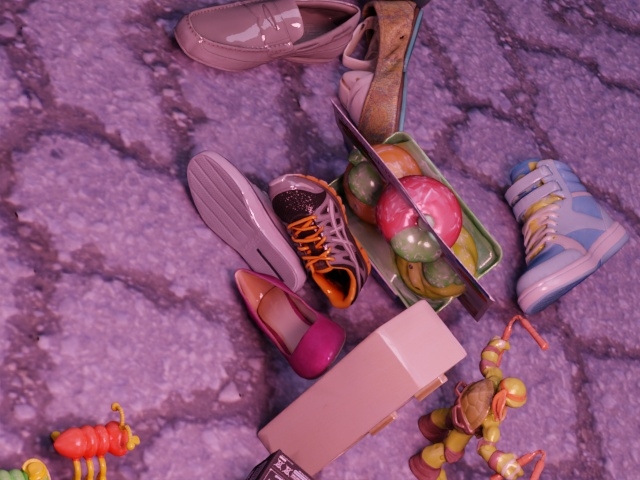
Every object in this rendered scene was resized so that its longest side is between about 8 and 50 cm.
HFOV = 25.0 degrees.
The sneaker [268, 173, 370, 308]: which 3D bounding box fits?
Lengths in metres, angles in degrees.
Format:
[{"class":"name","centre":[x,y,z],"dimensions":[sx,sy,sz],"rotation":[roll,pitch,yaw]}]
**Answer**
[{"class":"sneaker","centre":[0.000,0.000,1.892],"dimensions":[0.215,0.084,0.083],"rotation":[52,31,-29]}]

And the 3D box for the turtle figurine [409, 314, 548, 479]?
[{"class":"turtle figurine","centre":[0.198,0.236,1.844],"dimensions":[0.087,0.217,0.269],"rotation":[21,47,-24]}]

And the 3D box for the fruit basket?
[{"class":"fruit basket","centre":[0.111,-0.024,1.922],"dimensions":[0.327,0.165,0.353],"rotation":[52,4,7]}]

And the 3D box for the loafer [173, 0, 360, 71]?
[{"class":"loafer","centre":[-0.075,-0.321,2.149],"dimensions":[0.319,0.111,0.112],"rotation":[-12,66,-43]}]

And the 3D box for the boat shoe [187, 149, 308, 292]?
[{"class":"boat shoe","centre":[-0.094,-0.028,1.940],"dimensions":[0.226,0.083,0.076],"rotation":[57,31,-5]}]

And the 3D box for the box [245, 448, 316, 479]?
[{"class":"box","centre":[-0.002,0.425,1.627],"dimensions":[0.307,0.076,0.242],"rotation":[40,48,-5]}]

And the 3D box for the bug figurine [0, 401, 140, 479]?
[{"class":"bug figurine","centre":[-0.248,0.294,1.511],"dimensions":[0.216,0.072,0.279],"rotation":[-7,49,-34]}]

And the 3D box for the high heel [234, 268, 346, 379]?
[{"class":"high heel","centre":[-0.044,0.096,1.792],"dimensions":[0.117,0.082,0.244],"rotation":[38,6,-17]}]

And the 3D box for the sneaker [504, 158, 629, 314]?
[{"class":"sneaker","centre":[0.338,-0.016,2.229],"dimensions":[0.208,0.127,0.319],"rotation":[53,33,6]}]

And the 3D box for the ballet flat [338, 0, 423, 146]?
[{"class":"ballet flat","centre":[0.085,-0.255,2.239],"dimensions":[0.123,0.123,0.348],"rotation":[28,45,-18]}]

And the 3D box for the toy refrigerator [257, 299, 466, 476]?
[{"class":"toy refrigerator","centre":[0.048,0.189,1.724],"dimensions":[0.094,0.269,0.102],"rotation":[52,42,9]}]

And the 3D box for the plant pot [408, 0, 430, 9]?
[{"class":"plant pot","centre":[0.056,-0.586,2.326],"dimensions":[0.334,0.341,0.341],"rotation":[18,48,-17]}]
